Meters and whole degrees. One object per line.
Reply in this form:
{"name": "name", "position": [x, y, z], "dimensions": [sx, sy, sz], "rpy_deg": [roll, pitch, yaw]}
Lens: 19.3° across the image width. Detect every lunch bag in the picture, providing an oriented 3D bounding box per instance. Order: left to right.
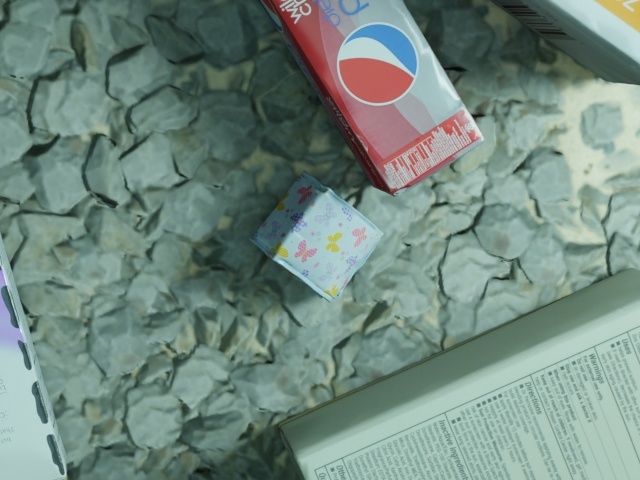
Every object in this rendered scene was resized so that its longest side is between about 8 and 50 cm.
{"name": "lunch bag", "position": [0.000, 0.000, 1.417], "dimensions": [0.083, 0.053, 0.071], "rpy_deg": [37, 91, -36]}

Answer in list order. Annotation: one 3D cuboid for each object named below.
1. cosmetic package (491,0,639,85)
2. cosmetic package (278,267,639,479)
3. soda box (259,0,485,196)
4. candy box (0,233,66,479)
{"name": "cosmetic package", "position": [0.266, -0.359, 1.354], "dimensions": [0.230, 0.161, 0.453], "rpy_deg": [33, 91, -11]}
{"name": "cosmetic package", "position": [0.141, 0.156, 1.427], "dimensions": [0.309, 0.113, 0.160], "rpy_deg": [-23, 100, -5]}
{"name": "soda box", "position": [0.013, -0.164, 1.377], "dimensions": [0.083, 0.092, 0.263], "rpy_deg": [-32, 100, -4]}
{"name": "candy box", "position": [-0.291, 0.100, 1.380], "dimensions": [0.164, 0.070, 0.196], "rpy_deg": [-16, 99, -5]}
